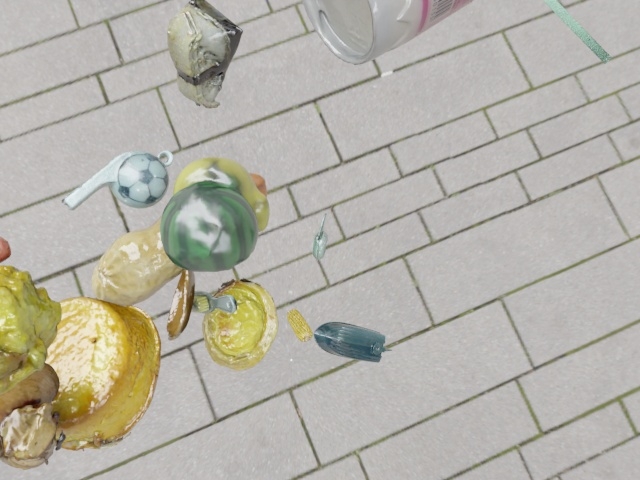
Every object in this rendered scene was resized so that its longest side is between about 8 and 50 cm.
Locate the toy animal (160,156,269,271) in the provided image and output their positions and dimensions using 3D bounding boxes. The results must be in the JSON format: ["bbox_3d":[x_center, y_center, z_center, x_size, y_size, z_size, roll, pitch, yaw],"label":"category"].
[{"bbox_3d":[-0.216,-0.067,1.107,0.215,0.338,0.191,-7,116,4],"label":"toy animal"}]

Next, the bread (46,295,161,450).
[{"bbox_3d":[-0.570,0.314,1.318,0.336,0.204,0.359,-8,65,17],"label":"bread"}]

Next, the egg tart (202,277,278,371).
[{"bbox_3d":[-0.239,0.256,1.663,0.278,0.095,0.279,-7,71,21],"label":"egg tart"}]

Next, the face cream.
[{"bbox_3d":[0.091,-0.345,0.701,0.194,0.175,0.175,-34,81,-17],"label":"face cream"}]

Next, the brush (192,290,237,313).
[{"bbox_3d":[-0.324,0.177,1.522,0.060,0.296,0.068,-13,93,-36],"label":"brush"}]

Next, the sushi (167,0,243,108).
[{"bbox_3d":[-0.290,-0.398,1.254,0.134,0.273,0.109,36,47,4],"label":"sushi"}]

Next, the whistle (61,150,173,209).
[{"bbox_3d":[-0.497,-0.137,1.410,0.163,0.163,0.289,44,73,7],"label":"whistle"}]

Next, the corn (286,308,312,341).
[{"bbox_3d":[-0.047,0.188,1.206,0.037,0.037,0.092,-30,46,-9],"label":"corn"}]

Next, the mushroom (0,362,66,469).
[{"bbox_3d":[-0.620,0.334,1.029,0.283,0.195,0.263,5,33,12],"label":"mushroom"}]

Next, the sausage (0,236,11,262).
[{"bbox_3d":[-0.718,0.026,1.175,0.094,0.054,0.059,-29,45,-16],"label":"sausage"}]

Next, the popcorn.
[{"bbox_3d":[-0.446,0.125,0.720,0.197,0.155,0.198,-12,112,-33],"label":"popcorn"}]

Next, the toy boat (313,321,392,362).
[{"bbox_3d":[0.077,0.276,1.501,0.246,0.103,0.093,19,82,-36],"label":"toy boat"}]

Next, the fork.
[{"bbox_3d":[0.239,-0.275,0.589,0.235,0.021,0.039,38,103,-10],"label":"fork"}]

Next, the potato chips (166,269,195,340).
[{"bbox_3d":[-0.360,0.165,1.437,0.049,0.150,0.202,17,60,-18],"label":"potato chips"}]

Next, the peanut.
[{"bbox_3d":[-0.460,0.031,1.502,0.387,0.192,0.169,-37,49,-3],"label":"peanut"}]

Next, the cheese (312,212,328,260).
[{"bbox_3d":[0.000,0.000,1.134,0.026,0.121,0.067,11,56,6],"label":"cheese"}]
